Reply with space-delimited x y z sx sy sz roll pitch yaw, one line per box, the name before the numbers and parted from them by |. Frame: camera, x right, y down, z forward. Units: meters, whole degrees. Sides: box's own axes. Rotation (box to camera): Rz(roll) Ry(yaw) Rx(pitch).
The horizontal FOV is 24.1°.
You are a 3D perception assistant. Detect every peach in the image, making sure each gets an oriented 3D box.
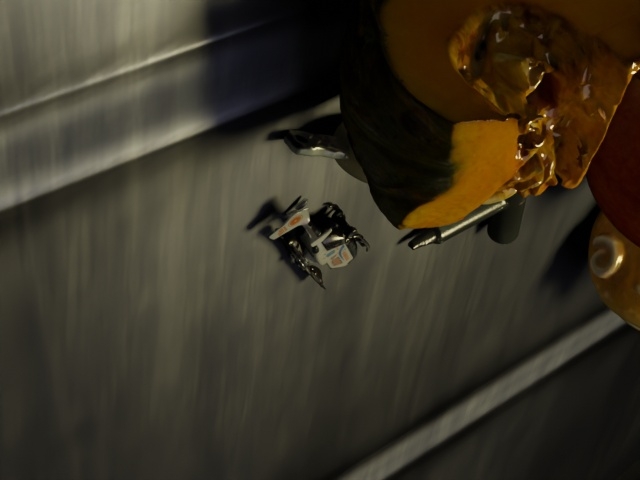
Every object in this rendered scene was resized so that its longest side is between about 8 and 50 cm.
peach | 0.492 -0.104 2.016 0.238 0.281 0.281 -8 134 -55

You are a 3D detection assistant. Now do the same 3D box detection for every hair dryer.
hair dryer | 0.188 -0.021 1.926 0.195 0.050 0.173 -33 150 -19

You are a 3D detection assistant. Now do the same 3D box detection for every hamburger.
hamburger | 0.547 0.000 2.281 0.303 0.261 0.186 -64 151 -7

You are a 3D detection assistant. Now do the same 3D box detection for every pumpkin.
pumpkin | 0.158 -0.165 1.436 0.303 0.256 0.225 -14 146 -19

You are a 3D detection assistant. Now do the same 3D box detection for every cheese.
cheese | 0.043 -0.090 1.540 0.171 0.092 0.048 -12 132 -50

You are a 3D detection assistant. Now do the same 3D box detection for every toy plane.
toy plane | 0.000 -0.001 1.653 0.078 0.053 0.197 -39 159 2

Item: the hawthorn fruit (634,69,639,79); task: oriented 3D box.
hawthorn fruit | 0.486 -0.256 1.729 0.287 0.330 0.287 -37 164 -12
